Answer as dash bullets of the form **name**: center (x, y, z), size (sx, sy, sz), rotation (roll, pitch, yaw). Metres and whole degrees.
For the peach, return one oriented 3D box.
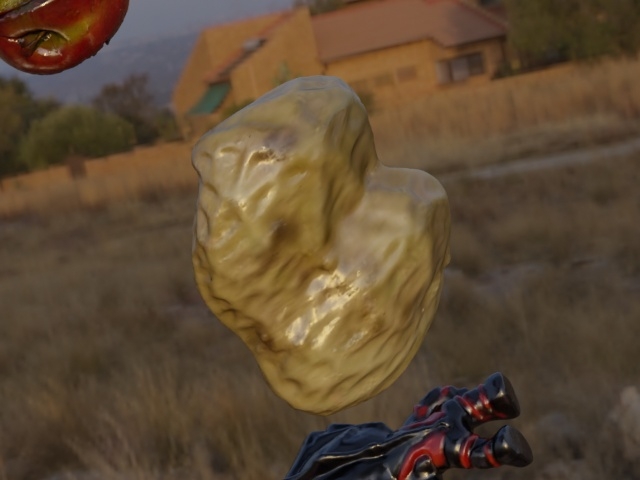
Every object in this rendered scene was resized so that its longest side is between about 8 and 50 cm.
- **peach**: center (-0.226, -0.214, 1.108), size (0.127, 0.092, 0.172), rotation (-9, 42, 26)

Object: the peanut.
- **peanut**: center (0.000, 0.000, 0.856), size (0.110, 0.233, 0.197), rotation (0, 47, 53)

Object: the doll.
- **doll**: center (0.054, 0.194, 1.045), size (0.248, 0.088, 0.127), rotation (-26, 9, 15)
